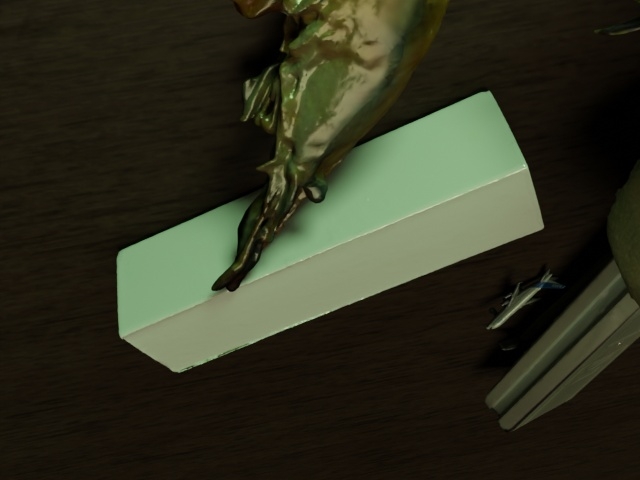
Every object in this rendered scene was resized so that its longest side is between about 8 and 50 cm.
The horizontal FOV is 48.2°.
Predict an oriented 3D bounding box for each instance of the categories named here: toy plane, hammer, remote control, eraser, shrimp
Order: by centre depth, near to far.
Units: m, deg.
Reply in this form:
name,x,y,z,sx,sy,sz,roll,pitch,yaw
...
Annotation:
name,x,y,z,sx,sy,sz,roll,pitch,yaw
shrimp,-0.024,-0.085,0.415,0.117,0.066,0.262,27,115,-22
eraser,0.000,0.001,0.515,0.298,0.078,0.076,-23,142,13
toy plane,0.192,0.057,0.689,0.084,0.024,0.078,-35,150,17
hammer,0.248,0.049,0.699,0.062,0.013,0.199,-5,143,-34
remote control,0.269,0.094,0.719,0.102,0.056,0.277,-17,148,-31

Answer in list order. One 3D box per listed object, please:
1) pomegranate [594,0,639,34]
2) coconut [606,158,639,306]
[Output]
name,x,y,z,sx,sy,sz,roll,pitch,yaw
pomegranate,0.247,-0.143,0.309,0.235,0.210,0.210,7,147,19
coconut,0.361,0.003,0.461,0.297,0.297,0.254,-33,136,24
